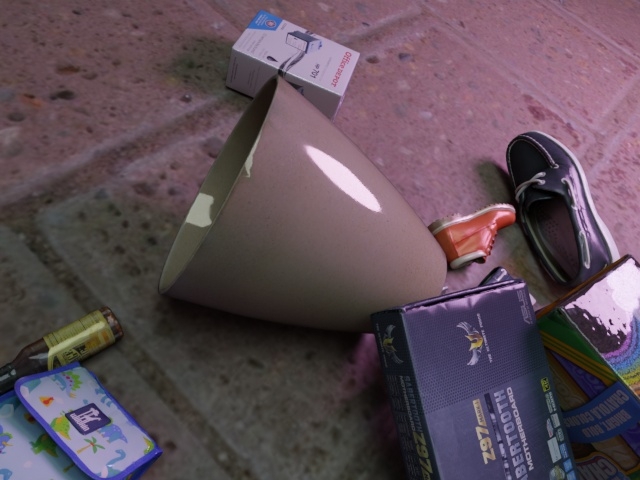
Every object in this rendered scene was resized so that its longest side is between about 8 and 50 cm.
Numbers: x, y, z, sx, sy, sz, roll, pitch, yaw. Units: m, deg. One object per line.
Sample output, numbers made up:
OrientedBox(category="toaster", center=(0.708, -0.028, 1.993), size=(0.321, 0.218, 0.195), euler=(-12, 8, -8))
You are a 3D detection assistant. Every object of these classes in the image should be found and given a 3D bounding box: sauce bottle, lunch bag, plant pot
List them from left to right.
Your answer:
OrientedBox(category="lunch bag", center=(-0.235, 0.190, 0.405), size=(0.129, 0.096, 0.151), euler=(40, 39, 13))
OrientedBox(category="sauce bottle", center=(-0.266, 0.113, 0.475), size=(0.128, 0.042, 0.042), euler=(-31, 71, -31))
OrientedBox(category="plant pot", center=(0.000, 0.000, 0.545), size=(0.274, 0.256, 0.256), euler=(29, 50, -20))

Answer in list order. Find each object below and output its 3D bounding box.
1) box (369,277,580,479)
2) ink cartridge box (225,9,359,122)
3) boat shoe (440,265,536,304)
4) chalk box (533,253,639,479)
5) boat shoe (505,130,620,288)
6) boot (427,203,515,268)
OrientedBox(category="box", center=(0.161, 0.167, 0.483), size=(0.184, 0.059, 0.232), euler=(-7, 80, -30))
OrientedBox(category="ink cartridge box", center=(-0.044, -0.292, 0.809), size=(0.191, 0.082, 0.139), euler=(21, 52, -3))
OrientedBox(category="boat shoe", center=(0.183, 0.098, 0.613), size=(0.255, 0.095, 0.079), euler=(-21, 68, -32))
OrientedBox(category="chalk box", center=(0.366, 0.199, 0.560), size=(0.180, 0.179, 0.288), euler=(-22, 68, -32))
OrientedBox(category="boat shoe", center=(0.381, -0.061, 0.783), size=(0.091, 0.114, 0.302), euler=(-2, 57, -28))
OrientedBox(category="boot", center=(0.249, -0.005, 0.736), size=(0.158, 0.059, 0.084), euler=(-17, 67, -19))
